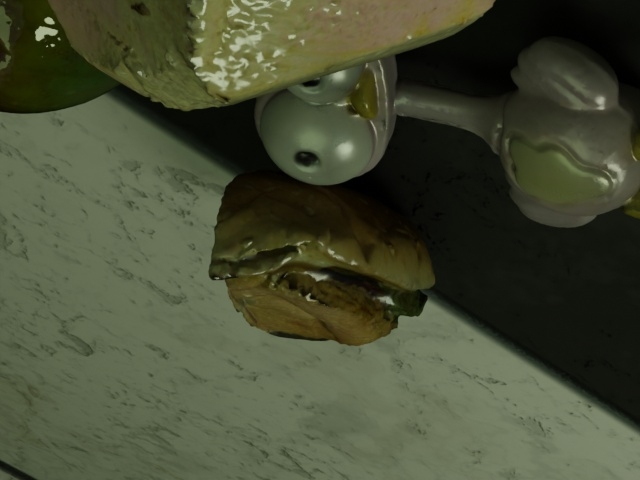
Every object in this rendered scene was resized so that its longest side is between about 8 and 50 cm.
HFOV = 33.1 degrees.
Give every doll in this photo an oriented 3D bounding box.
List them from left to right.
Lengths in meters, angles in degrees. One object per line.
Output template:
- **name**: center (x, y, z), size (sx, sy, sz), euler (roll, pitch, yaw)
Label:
- **doll**: center (0.089, -0.086, 0.735), size (0.365, 0.094, 0.160), euler (13, 144, 16)

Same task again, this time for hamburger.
- **hamburger**: center (0.000, 0.000, 0.850), size (0.155, 0.135, 0.207), euler (0, 162, 18)

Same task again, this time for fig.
- **fig**: center (-0.196, -0.174, 0.732), size (0.181, 0.180, 0.191), euler (-2, 167, 36)

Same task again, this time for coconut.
- **coconut**: center (-0.008, -0.195, 0.503), size (0.233, 0.245, 0.233), euler (39, 143, 37)
